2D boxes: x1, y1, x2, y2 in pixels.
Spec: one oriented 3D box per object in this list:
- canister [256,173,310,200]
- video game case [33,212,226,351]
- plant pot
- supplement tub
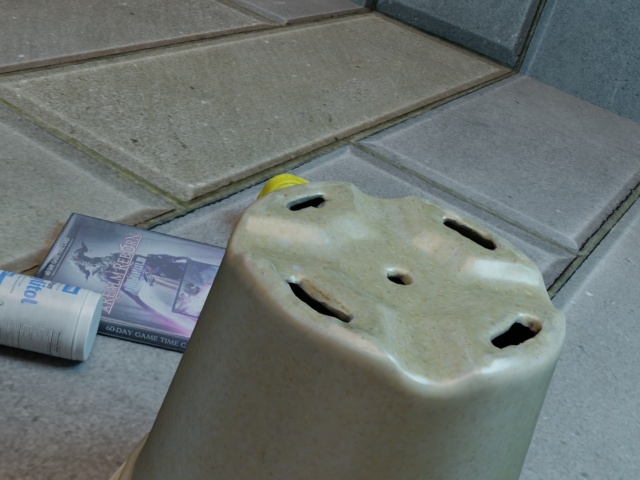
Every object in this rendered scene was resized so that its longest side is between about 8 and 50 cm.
[{"bbox_3d":[0.000,0.000,1.073,0.126,0.073,0.170,22,23,-35],"label":"canister"},{"bbox_3d":[-0.171,0.053,0.960,0.274,0.026,0.196,14,28,-7],"label":"video game case"},{"bbox_3d":[0.015,0.137,0.617,0.334,0.305,0.334,13,28,-7],"label":"plant pot"},{"bbox_3d":[-0.271,0.072,0.823,0.107,0.071,0.071,13,29,-7],"label":"supplement tub"}]
